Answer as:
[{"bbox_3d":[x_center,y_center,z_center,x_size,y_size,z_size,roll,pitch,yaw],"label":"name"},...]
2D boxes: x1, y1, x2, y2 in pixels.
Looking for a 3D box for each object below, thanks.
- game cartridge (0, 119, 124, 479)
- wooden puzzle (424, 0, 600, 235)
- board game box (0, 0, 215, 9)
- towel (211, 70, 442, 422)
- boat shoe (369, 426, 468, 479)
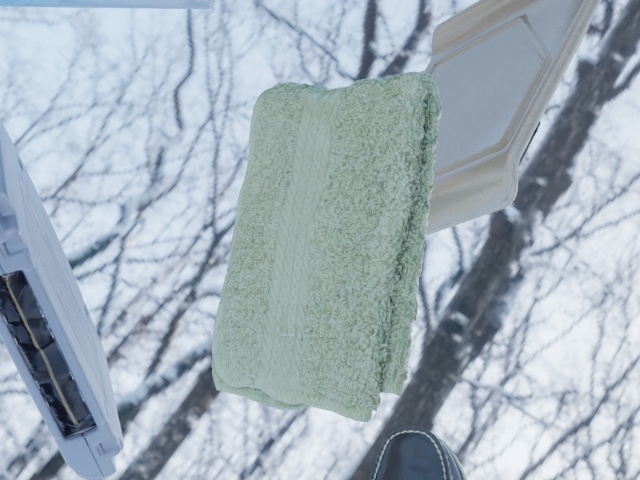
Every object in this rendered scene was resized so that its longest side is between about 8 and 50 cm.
[{"bbox_3d":[-0.245,0.044,1.092,0.196,0.060,0.294,-110,-177,-54],"label":"game cartridge"},{"bbox_3d":[0.120,-0.101,0.976,0.044,0.238,0.221,36,-28,-20],"label":"wooden puzzle"},{"bbox_3d":[-0.184,-0.330,0.961,0.086,0.308,0.302,47,-52,35],"label":"board game box"},{"bbox_3d":[0.000,0.000,0.543,0.110,0.148,0.027,2,-13,45],"label":"towel"},{"bbox_3d":[0.056,0.205,0.795,0.080,0.223,0.073,-6,-43,15],"label":"boat shoe"}]
